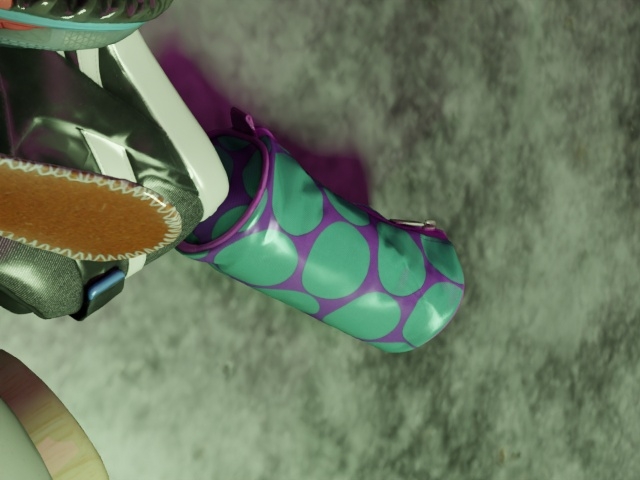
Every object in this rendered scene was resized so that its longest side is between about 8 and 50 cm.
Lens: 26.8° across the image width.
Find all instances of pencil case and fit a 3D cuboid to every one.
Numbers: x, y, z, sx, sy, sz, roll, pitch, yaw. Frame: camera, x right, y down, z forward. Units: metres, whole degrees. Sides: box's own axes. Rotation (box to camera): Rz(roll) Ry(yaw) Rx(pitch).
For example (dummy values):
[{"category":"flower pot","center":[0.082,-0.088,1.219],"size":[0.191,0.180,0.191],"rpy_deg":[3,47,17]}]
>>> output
[{"category":"pencil case","center":[0.000,0.000,0.635],"size":[0.152,0.064,0.070],"rpy_deg":[27,92,-42]}]

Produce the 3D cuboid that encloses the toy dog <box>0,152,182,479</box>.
[{"category":"toy dog","center":[-0.130,0.066,0.387],"size":[0.220,0.161,0.333],"rpy_deg":[-52,154,-12]}]

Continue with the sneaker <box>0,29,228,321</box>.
[{"category":"sneaker","center":[-0.129,-0.057,0.496],"size":[0.121,0.079,0.217],"rpy_deg":[-48,121,-23]}]

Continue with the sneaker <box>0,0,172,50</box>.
[{"category":"sneaker","center":[-0.174,-0.106,0.410],"size":[0.262,0.125,0.104],"rpy_deg":[9,68,-29]}]
